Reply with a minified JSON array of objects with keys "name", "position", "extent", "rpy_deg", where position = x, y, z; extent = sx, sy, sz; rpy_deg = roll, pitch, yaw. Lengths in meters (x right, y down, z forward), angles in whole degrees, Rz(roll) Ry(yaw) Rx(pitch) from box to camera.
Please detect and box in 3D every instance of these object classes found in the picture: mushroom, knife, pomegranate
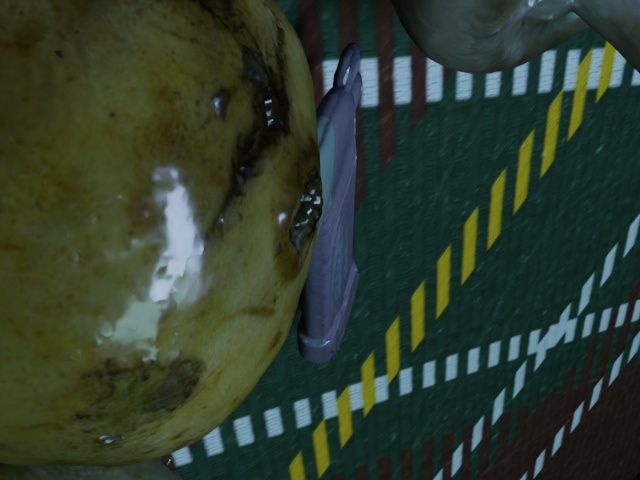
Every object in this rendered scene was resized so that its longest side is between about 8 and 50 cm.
[{"name":"mushroom","position":[0.149,-0.161,1.062],"extent":[0.207,0.215,0.207],"rpy_deg":[-41,166,-12]},{"name":"knife","position":[-0.001,0.000,1.250],"extent":[0.398,0.038,0.132],"rpy_deg":[85,24,-69]},{"name":"pomegranate","position":[-0.115,-0.027,0.782],"extent":[0.260,0.260,0.260],"rpy_deg":[-37,157,-18]}]

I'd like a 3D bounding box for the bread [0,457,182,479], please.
[{"name":"bread","position":[-0.213,0.229,1.201],"extent":[0.305,0.159,0.305],"rpy_deg":[-33,155,-18]}]
